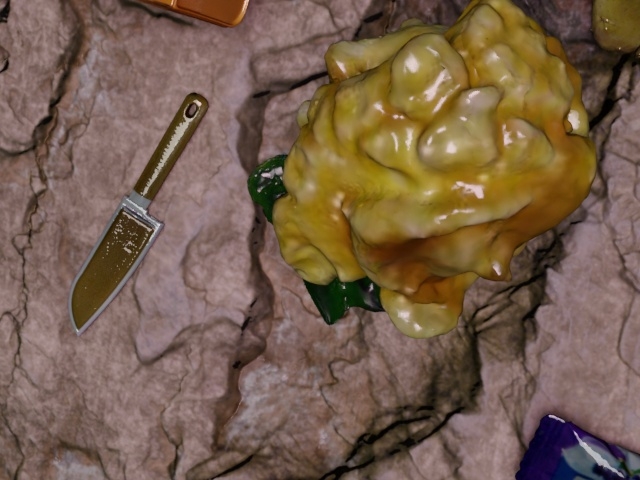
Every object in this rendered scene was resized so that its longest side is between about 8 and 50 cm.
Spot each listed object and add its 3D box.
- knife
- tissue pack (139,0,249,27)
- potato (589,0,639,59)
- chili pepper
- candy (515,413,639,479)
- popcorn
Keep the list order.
[{"bbox_3d":[-0.224,-0.025,1.016,0.061,0.027,0.343,34,102,-2],"label":"knife"},{"bbox_3d":[-0.202,-0.356,0.876,0.274,0.145,0.195,24,100,21],"label":"tissue pack"},{"bbox_3d":[0.358,-0.299,0.856,0.117,0.090,0.226,29,108,-3],"label":"potato"},{"bbox_3d":[0.000,0.000,0.969,0.098,0.061,0.224,-33,90,5],"label":"chili pepper"},{"bbox_3d":[0.364,0.296,0.954,0.275,0.070,0.145,16,108,1],"label":"candy"},{"bbox_3d":[0.112,-0.087,0.831,0.274,0.335,0.279,43,59,2],"label":"popcorn"}]
